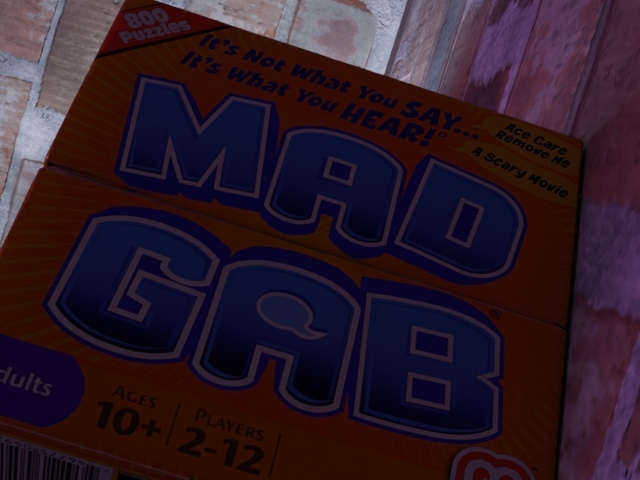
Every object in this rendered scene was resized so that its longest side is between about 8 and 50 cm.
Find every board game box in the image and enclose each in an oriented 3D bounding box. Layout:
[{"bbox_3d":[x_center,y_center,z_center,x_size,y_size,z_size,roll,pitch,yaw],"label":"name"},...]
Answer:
[{"bbox_3d":[-0.047,0.107,0.882,0.356,0.356,0.356,111,175,-51],"label":"board game box"}]
